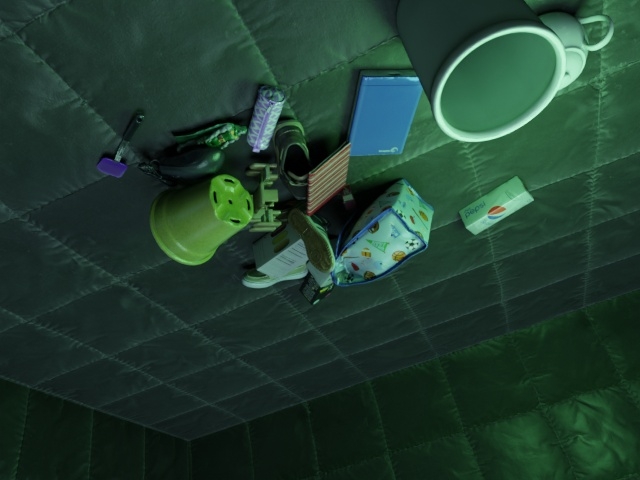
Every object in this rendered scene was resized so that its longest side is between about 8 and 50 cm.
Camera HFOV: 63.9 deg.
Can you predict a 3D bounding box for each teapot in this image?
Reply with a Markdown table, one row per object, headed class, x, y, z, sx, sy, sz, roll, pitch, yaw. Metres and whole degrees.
| class | x | y | z | sx | sy | sz | roll | pitch | yaw |
| --- | --- | --- | --- | --- | --- | --- | --- | --- | --- |
| teapot | 0.706 | -0.546 | 1.552 | 0.252 | 0.187 | 0.256 | -11 | 143 | -3 |

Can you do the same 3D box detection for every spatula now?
| class | x | y | z | sx | sy | sz | roll | pitch | yaw |
| --- | --- | --- | --- | --- | --- | --- | --- | --- | --- |
| spatula | -0.615 | -0.293 | 1.601 | 0.084 | 0.030 | 0.296 | 18 | 134 | -33 |

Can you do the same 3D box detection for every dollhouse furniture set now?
| class | x | y | z | sx | sy | sz | roll | pitch | yaw |
| --- | --- | --- | --- | --- | --- | --- | --- | --- | --- |
| dollhouse furniture set | -0.247 | -0.134 | 1.785 | 0.160 | 0.212 | 0.242 | -1 | 169 | -19 |

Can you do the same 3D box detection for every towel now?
| class | x | y | z | sx | sy | sz | roll | pitch | yaw |
| --- | --- | --- | --- | --- | --- | --- | --- | --- | --- |
| towel | 0.022 | -0.211 | 1.794 | 0.199 | 0.031 | 0.275 | -42 | 162 | -21 |

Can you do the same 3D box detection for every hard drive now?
| class | x | y | z | sx | sy | sz | roll | pitch | yaw |
| --- | --- | --- | --- | --- | --- | --- | --- | --- | --- |
| hard drive | 0.206 | -0.413 | 1.693 | 0.210 | 0.040 | 0.319 | -4 | 143 | -12 |

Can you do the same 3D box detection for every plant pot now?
| class | x | y | z | sx | sy | sz | roll | pitch | yaw |
| --- | --- | --- | --- | --- | --- | --- | --- | --- | --- |
| plant pot | -0.368 | -0.088 | 1.679 | 0.253 | 0.276 | 0.276 | -24 | 145 | 35 |

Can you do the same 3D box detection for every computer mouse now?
| class | x | y | z | sx | sy | sz | roll | pitch | yaw |
| --- | --- | --- | --- | --- | --- | --- | --- | --- | --- |
| computer mouse | -0.423 | -0.224 | 1.645 | 0.272 | 0.072 | 0.188 | -14 | 165 | 18 |

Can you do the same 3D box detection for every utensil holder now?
| class | x | y | z | sx | sy | sz | roll | pitch | yaw |
| --- | --- | --- | --- | --- | --- | --- | --- | --- | --- |
| utensil holder | 0.389 | -0.507 | 1.335 | 0.327 | 0.386 | 0.328 | -9 | 143 | -7 |

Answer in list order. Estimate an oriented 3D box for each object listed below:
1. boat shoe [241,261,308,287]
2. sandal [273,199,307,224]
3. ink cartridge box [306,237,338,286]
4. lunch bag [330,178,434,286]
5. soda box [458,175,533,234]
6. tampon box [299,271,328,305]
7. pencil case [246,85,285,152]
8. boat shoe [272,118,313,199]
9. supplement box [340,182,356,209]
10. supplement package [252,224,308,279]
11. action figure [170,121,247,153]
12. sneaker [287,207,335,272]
| class | x | y | z | sx | sy | sz | roll | pitch | yaw |
| --- | --- | --- | --- | --- | --- | --- | --- | --- | --- |
| boat shoe | -0.199 | 0.126 | 2.249 | 0.302 | 0.109 | 0.094 | -12 | 132 | -19 |
| sandal | -0.100 | -0.127 | 1.970 | 0.219 | 0.060 | 0.090 | -29 | 149 | -3 |
| ink cartridge box | 0.050 | 0.091 | 2.212 | 0.128 | 0.127 | 0.176 | -14 | 152 | -43 |
| lunch bag | 0.210 | -0.015 | 1.955 | 0.239 | 0.328 | 0.385 | 45 | 121 | -6 |
| soda box | 0.739 | -0.145 | 2.172 | 0.286 | 0.098 | 0.091 | -34 | 139 | 27 |
| tampon box | -0.004 | 0.196 | 2.351 | 0.120 | 0.101 | 0.161 | -27 | 156 | -39 |
| pencil case | -0.170 | -0.376 | 1.584 | 0.086 | 0.088 | 0.206 | 4 | 141 | -20 |
| boat shoe | -0.089 | -0.244 | 1.747 | 0.132 | 0.130 | 0.355 | -15 | 144 | 2 |
| supplement box | 0.104 | -0.166 | 1.953 | 0.043 | 0.083 | 0.055 | -18 | 145 | 6 |
| supplement package | -0.139 | 0.028 | 2.089 | 0.244 | 0.139 | 0.133 | -35 | 140 | 25 |
| action figure | -0.338 | -0.320 | 1.624 | 0.232 | 0.064 | 0.137 | -18 | 156 | 13 |
| sneaker | 0.000 | 0.000 | 1.915 | 0.099 | 0.282 | 0.153 | -42 | 155 | 21 |
